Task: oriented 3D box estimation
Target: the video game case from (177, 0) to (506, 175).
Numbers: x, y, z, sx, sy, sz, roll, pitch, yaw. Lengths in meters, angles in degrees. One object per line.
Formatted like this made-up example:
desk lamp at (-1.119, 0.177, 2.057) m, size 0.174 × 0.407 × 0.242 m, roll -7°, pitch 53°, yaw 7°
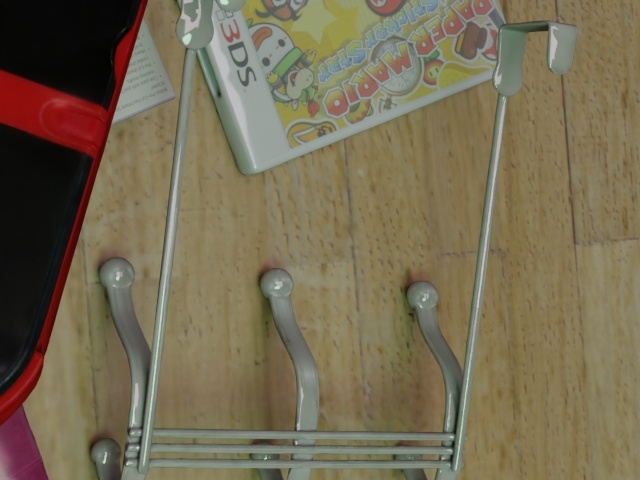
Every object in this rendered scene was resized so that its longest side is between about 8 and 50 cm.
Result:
video game case at (0.011, -0.177, 0.922) m, size 0.227 × 0.026 × 0.206 m, roll -24°, pitch 99°, yaw -27°

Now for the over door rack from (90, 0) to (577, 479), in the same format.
over door rack at (0.000, 0.000, 0.845) m, size 0.240 × 0.108 × 0.324 m, roll 5°, pitch 106°, yaw -28°

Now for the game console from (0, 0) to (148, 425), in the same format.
game console at (-0.291, -0.097, 0.685) m, size 0.387 × 0.060 × 0.341 m, roll 19°, pitch 66°, yaw -18°

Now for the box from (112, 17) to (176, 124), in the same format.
box at (-0.236, -0.046, 0.760) m, size 0.324 × 0.063 × 0.067 m, roll -28°, pitch 101°, yaw -27°

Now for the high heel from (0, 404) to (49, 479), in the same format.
high heel at (-0.181, 0.104, 0.790) m, size 0.117 × 0.082 × 0.244 m, roll 17°, pitch 64°, yaw -55°
